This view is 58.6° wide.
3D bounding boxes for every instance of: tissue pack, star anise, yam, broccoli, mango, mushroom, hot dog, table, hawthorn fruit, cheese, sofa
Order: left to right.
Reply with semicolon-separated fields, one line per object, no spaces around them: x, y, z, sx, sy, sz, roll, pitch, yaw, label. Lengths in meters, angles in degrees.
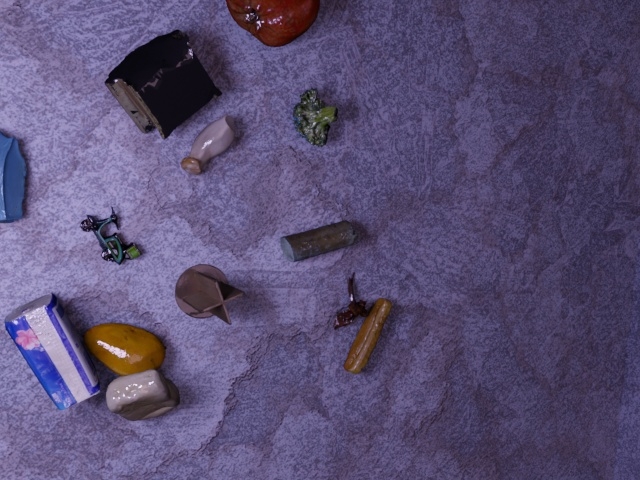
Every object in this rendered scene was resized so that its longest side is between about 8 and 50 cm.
-0.692;0.284;1.475;0.137;0.209;0.269;-27;106;-23;tissue pack
-0.548;0.305;1.593;0.227;0.109;0.147;22;52;-22;mango
-0.483;0.429;1.577;0.159;0.263;0.093;-15;64;-7;cheese
-0.439;-0.437;1.595;0.258;0.182;0.200;-45;129;-16;sofa
-0.323;-0.281;1.675;0.212;0.097;0.088;-51;123;-14;mushroom
-0.312;0.161;1.643;0.167;0.227;0.167;-2;94;-26;table
-0.122;-0.745;1.663;0.287;0.287;0.330;41;61;-23;hawthorn fruit
-0.009;-0.386;1.791;0.154;0.160;0.167;28;69;-53;broccoli
0.000;0.000;1.861;0.259;0.093;0.093;-16;101;-24;yam
0.096;0.205;1.939;0.140;0.158;0.144;-27;72;-32;star anise
0.169;0.331;1.975;0.061;0.088;0.285;33;82;-30;hot dog

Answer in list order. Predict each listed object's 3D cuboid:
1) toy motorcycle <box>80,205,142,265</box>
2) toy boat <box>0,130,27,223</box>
-0.587;-0.009;1.591;0.100;0.058;0.173;-39;111;-26;toy motorcycle
-0.819;-0.163;1.447;0.098;0.109;0.237;3;93;7;toy boat
